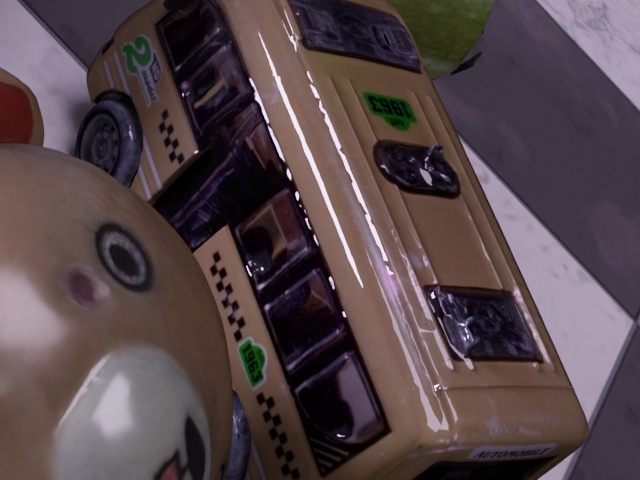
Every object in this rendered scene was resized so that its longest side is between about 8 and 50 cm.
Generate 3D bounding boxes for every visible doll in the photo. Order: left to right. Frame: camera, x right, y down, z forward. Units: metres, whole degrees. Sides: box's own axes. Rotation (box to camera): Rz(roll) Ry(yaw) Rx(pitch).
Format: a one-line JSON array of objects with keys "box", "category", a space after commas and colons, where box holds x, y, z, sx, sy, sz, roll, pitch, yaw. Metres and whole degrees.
[{"box": [-0.136, 0.100, 0.483, 0.330, 0.174, 0.235, -57, 133, -52], "category": "doll"}]

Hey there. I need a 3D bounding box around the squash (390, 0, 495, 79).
[{"box": [0.030, -0.181, 0.933, 0.123, 0.170, 0.170, -4, 59, -32], "category": "squash"}]

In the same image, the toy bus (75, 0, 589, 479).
[{"box": [0.000, 0.000, 0.717, 0.139, 0.157, 0.289, 7, 52, -44], "category": "toy bus"}]
